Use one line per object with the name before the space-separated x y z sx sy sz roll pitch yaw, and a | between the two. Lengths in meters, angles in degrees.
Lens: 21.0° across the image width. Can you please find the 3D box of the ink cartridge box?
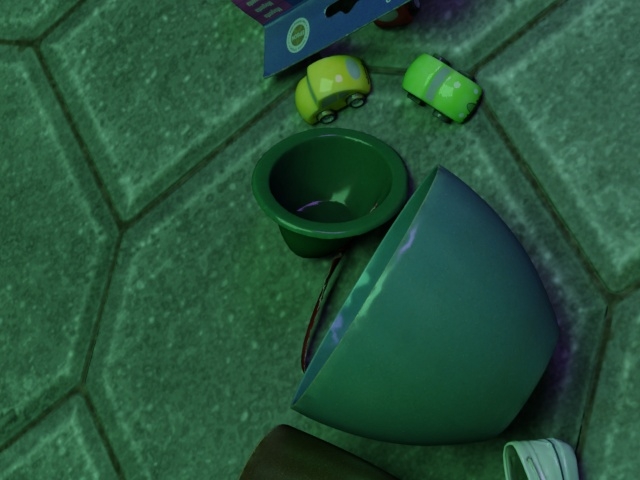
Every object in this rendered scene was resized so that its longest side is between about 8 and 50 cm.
ink cartridge box | 0.012 -0.395 2.004 0.324 0.071 0.330 -23 58 47

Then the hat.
hat | 0.000 0.000 1.990 0.173 0.183 0.208 35 54 28

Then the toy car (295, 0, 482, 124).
toy car | 0.089 -0.208 1.979 0.225 0.053 0.239 35 95 35

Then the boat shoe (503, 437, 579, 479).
boat shoe | 0.221 0.305 1.713 0.083 0.076 0.226 -50 40 49

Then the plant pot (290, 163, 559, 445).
plant pot | 0.126 0.095 1.759 0.195 0.290 0.290 31 93 -2

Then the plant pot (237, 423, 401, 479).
plant pot | 0.041 0.320 1.775 0.230 0.215 0.215 12 82 19
